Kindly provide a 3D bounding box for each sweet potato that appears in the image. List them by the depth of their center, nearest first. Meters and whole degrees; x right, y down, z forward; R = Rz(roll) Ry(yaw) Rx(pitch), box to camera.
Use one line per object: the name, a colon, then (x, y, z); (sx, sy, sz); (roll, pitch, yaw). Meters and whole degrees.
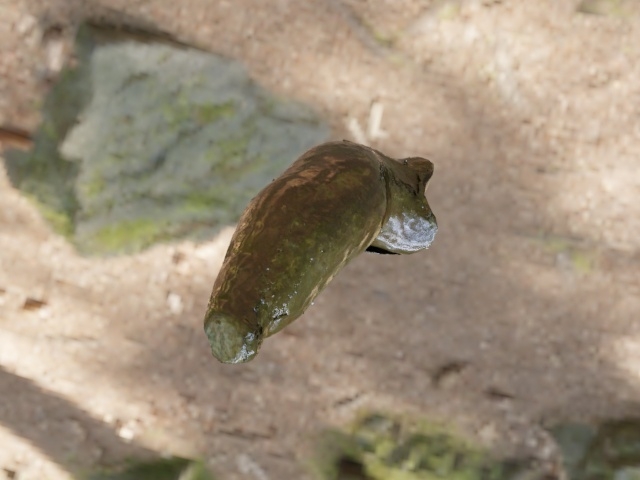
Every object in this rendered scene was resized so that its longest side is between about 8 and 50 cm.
sweet potato: (0.006, -0.002, 1.113); (0.085, 0.286, 0.112); (-21, 102, 29)
